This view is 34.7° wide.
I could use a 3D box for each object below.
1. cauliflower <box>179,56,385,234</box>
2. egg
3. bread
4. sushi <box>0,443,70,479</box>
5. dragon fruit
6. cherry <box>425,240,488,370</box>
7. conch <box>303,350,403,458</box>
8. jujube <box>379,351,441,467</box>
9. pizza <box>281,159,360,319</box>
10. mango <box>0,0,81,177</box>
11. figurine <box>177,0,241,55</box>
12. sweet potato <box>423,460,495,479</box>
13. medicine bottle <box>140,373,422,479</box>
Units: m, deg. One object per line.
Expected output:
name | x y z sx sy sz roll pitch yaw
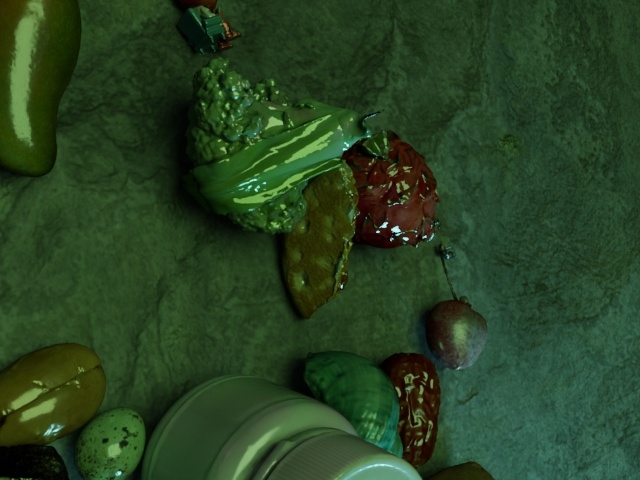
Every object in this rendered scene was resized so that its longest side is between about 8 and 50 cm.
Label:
cauliflower | -0.059 -0.140 1.454 0.315 0.239 0.256 -11 86 8
egg | -0.268 0.263 1.316 0.085 0.085 0.110 42 46 -20
bread | -0.348 0.197 1.286 0.189 0.077 0.114 -30 100 -39
sushi | -0.371 0.293 1.222 0.150 0.090 0.078 12 35 -36
dragon fruit | 0.095 -0.073 1.603 0.172 0.172 0.209 -49 118 -33
cherry | 0.228 0.114 1.702 0.107 0.090 0.225 20 59 -17
conch | 0.053 0.269 1.485 0.196 0.134 0.202 -70 152 -70
jujube | 0.131 0.261 1.578 0.112 0.109 0.176 4 87 -40
pizza | 0.002 0.000 1.536 0.058 0.127 0.246 -13 108 -60
mango | -0.391 -0.230 1.325 0.146 0.129 0.289 21 71 -40
figurine | -0.181 -0.352 1.544 0.075 0.068 0.140 -21 84 -33
sweet potato | 0.129 0.426 1.530 0.336 0.131 0.131 -8 83 -35
medicine bottle | -0.046 0.321 1.278 0.256 0.325 0.256 -9 105 -38
